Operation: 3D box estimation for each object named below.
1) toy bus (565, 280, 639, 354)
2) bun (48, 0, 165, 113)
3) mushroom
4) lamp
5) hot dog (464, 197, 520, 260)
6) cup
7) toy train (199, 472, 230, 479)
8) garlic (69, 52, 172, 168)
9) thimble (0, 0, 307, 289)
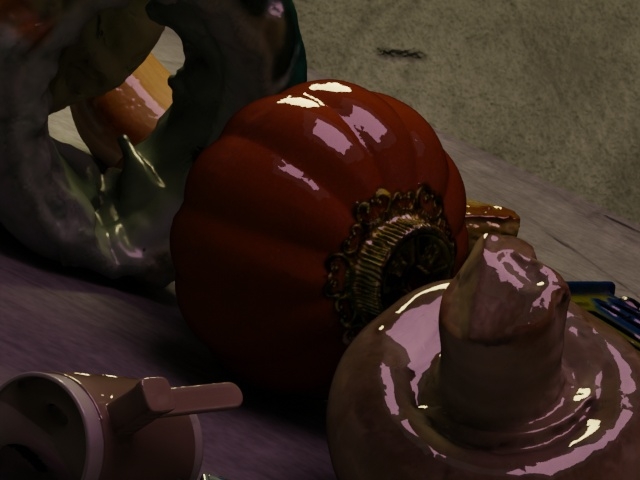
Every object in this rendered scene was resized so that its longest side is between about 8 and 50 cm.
[{"bbox_3d":[0.193,0.123,1.318,0.175,0.138,0.287,32,13,24],"label":"toy bus"},{"bbox_3d":[-0.287,-0.228,1.509,0.362,0.326,0.235,11,41,-23],"label":"bun"},{"bbox_3d":[0.103,0.088,1.083,0.204,0.204,0.204,24,11,-5],"label":"mushroom"},{"bbox_3d":[0.000,0.000,1.271,0.223,0.223,0.196,13,6,-45],"label":"lamp"},{"bbox_3d":[0.051,0.000,1.499,0.123,0.093,0.261,-2,11,-39],"label":"hot dog"},{"bbox_3d":[-0.104,0.092,0.927,0.074,0.102,0.099,45,18,27],"label":"cup"},{"bbox_3d":[0.026,0.177,0.960,0.207,0.043,0.047,22,14,-15],"label":"toy train"},{"bbox_3d":[-0.149,-0.103,1.730,0.206,0.128,0.115,29,-31,-1],"label":"garlic"},{"bbox_3d":[-0.146,-0.112,1.371,0.254,0.288,0.167,-10,28,-19],"label":"thimble"}]
